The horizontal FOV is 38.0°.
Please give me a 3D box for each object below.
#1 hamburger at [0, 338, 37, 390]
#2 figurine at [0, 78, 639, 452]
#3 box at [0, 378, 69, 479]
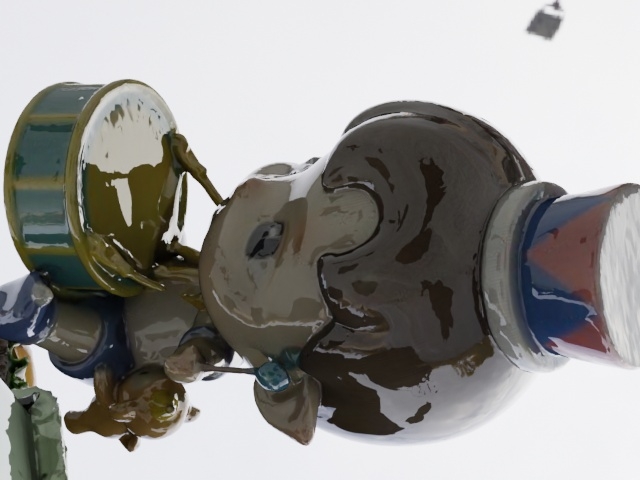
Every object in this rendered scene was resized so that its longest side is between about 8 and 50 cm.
[{"bbox_3d":[-0.278,0.126,0.691,0.093,0.189,0.164,15,-167,-38],"label":"hamburger"},{"bbox_3d":[0.002,0.007,0.397,0.275,0.158,0.161,0,-141,16],"label":"figurine"},{"bbox_3d":[-0.210,0.188,0.395,0.220,0.166,0.290,-20,-138,-2],"label":"box"}]
